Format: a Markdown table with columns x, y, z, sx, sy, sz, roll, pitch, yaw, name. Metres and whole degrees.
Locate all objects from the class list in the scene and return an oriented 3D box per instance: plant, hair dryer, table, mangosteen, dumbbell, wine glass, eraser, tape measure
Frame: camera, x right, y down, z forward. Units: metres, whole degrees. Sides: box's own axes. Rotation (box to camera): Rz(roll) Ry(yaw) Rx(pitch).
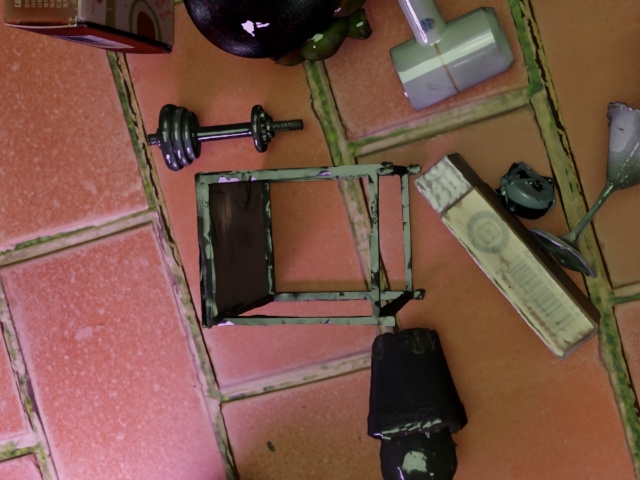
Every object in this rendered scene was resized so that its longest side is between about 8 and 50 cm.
| x | y | z | sx | sy | sz | roll | pitch | yaw | name |
| --- | --- | --- | --- | --- | --- | --- | --- | --- | --- |
| 0.150 | 0.265 | 1.646 | 0.141 | 0.164 | 0.256 | -7 | 81 | 13 | plant |
| 0.146 | -0.367 | 1.550 | 0.173 | 0.108 | 0.357 | -24 | 124 | 12 | hair dryer |
| 0.000 | 0.000 | 1.570 | 0.272 | 0.335 | 0.223 | -1 | 94 | 12 | table |
| -0.059 | -0.414 | 1.597 | 0.300 | 0.300 | 0.301 | 1 | 94 | 13 | mangosteen |
| -0.154 | -0.176 | 1.717 | 0.254 | 0.110 | 0.110 | -6 | 93 | 7 | dumbbell |
| 0.416 | -0.068 | 1.540 | 0.156 | 0.156 | 0.232 | 37 | 88 | 8 | wine glass |
| 0.284 | 0.017 | 1.602 | 0.078 | 0.144 | 0.343 | -41 | 85 | 16 | eraser |
| 0.314 | -0.073 | 1.615 | 0.091 | 0.094 | 0.054 | 30 | 125 | 8 | tape measure |

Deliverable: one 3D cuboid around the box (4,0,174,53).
| x | y | z | sx | sy | sz | roll | pitch | yaw | name |
| --- | --- | --- | --- | --- | --- | --- | --- | --- | --- |
| -0.336 | -0.494 | 1.606 | 0.122 | 0.344 | 0.386 | 3 | 94 | 14 | box |
